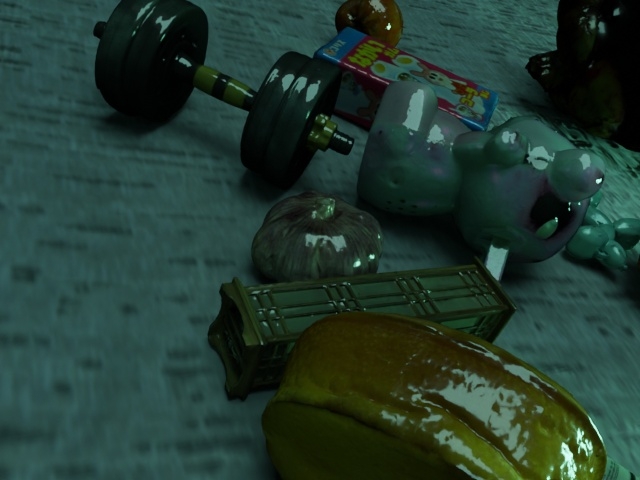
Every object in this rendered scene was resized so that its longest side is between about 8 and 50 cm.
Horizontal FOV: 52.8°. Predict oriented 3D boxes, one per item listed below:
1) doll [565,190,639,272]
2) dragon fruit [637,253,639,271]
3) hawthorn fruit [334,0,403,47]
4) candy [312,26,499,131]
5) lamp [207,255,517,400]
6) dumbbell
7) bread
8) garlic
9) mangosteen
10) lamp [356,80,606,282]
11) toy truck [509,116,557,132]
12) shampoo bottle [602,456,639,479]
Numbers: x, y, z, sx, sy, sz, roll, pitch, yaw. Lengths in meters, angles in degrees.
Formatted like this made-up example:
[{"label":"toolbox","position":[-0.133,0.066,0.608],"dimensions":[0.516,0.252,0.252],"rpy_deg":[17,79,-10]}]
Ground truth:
[{"label":"doll","position":[0.429,-0.015,1.000],"dimensions":[0.159,0.059,0.159],"rpy_deg":[-11,51,-36]},{"label":"dragon fruit","position":[0.580,0.016,0.908],"dimensions":[0.241,0.240,0.252],"rpy_deg":[34,25,15]},{"label":"hawthorn fruit","position":[0.104,-0.424,1.272],"dimensions":[0.133,0.132,0.138],"rpy_deg":[33,37,13]},{"label":"candy","position":[0.139,-0.247,1.106],"dimensions":[0.306,0.100,0.157],"rpy_deg":[27,41,5]},{"label":"lamp","position":[0.052,0.087,0.692],"dimensions":[0.326,0.090,0.089],"rpy_deg":[-3,44,-28]},{"label":"dumbbell","position":[-0.132,-0.206,0.872],"dimensions":[0.389,0.185,0.185],"rpy_deg":[27,39,5]},{"label":"bread","position":[0.085,0.163,0.529],"dimensions":[0.270,0.195,0.142],"rpy_deg":[17,42,24]},{"label":"garlic","position":[0.000,0.000,0.754],"dimensions":[0.159,0.102,0.147],"rpy_deg":[-8,42,-29]},{"label":"mangosteen","position":[0.657,-0.360,1.280],"dimensions":[0.422,0.380,0.381],"rpy_deg":[13,29,37]},{"label":"lamp","position":[0.201,-0.064,0.863],"dimensions":[0.301,0.247,0.247],"rpy_deg":[18,70,6]},{"label":"toy truck","position":[0.330,-0.167,1.131],"dimensions":[0.175,0.067,0.081],"rpy_deg":[-18,48,-34]},{"label":"shampoo bottle","position":[0.182,0.194,0.630],"dimensions":[0.262,0.085,0.085],"rpy_deg":[34,41,16]}]
